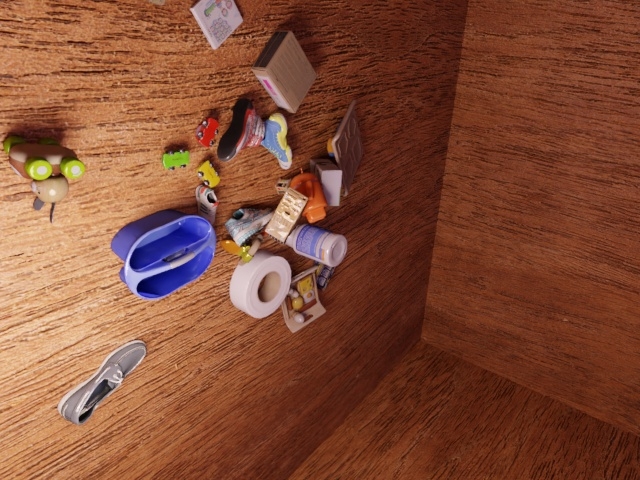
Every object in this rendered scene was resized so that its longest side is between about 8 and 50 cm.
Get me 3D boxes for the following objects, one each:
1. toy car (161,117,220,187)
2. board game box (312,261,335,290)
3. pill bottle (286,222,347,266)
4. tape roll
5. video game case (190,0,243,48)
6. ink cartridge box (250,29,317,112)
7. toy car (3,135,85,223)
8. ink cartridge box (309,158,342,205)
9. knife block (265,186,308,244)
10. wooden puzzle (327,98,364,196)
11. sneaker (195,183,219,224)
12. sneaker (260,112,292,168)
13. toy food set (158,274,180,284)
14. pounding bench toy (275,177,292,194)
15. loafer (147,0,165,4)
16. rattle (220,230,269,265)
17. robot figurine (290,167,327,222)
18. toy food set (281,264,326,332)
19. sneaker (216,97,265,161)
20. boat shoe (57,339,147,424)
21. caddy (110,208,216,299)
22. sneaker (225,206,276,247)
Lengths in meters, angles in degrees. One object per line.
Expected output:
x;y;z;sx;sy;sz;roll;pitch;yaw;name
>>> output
-0.436;-0.283;1.497;0.225;0.053;0.238;-23;123;-47;toy car
0.007;0.163;2.353;0.141;0.048;0.170;40;73;-52;board game box
-0.029;0.008;2.021;0.152;0.272;0.152;-30;130;-44;pill bottle
-0.254;0.188;1.951;0.286;0.100;0.286;-29;128;-45;tape roll
-0.330;-0.727;1.451;0.157;0.019;0.143;-56;144;-20;video game case
-0.132;-0.639;1.713;0.193;0.088;0.234;-60;146;-12;ink cartridge box
-0.696;-0.144;1.129;0.149;0.155;0.188;-13;129;-52;toy car
0.019;-0.262;2.000;0.093;0.219;0.160;-3;113;-15;ink cartridge box
-0.126;-0.102;1.825;0.275;0.088;0.242;-59;180;22;knife block
0.116;-0.435;2.125;0.347;0.081;0.322;76;28;-46;wooden puzzle
-0.398;-0.120;1.612;0.057;0.075;0.161;-34;132;-42;sneaker
-0.190;-0.381;1.787;0.126;0.091;0.240;-26;129;-23;sneaker
-0.517;0.140;1.577;0.122;0.078;0.019;-28;97;-41;toy food set
-0.150;-0.218;1.918;0.052;0.065;0.083;-64;149;-35;pounding bench toy
-0.442;-0.730;1.263;0.050;0.056;0.147;20;100;-57;loafer
-0.306;-0.004;1.844;0.199;0.143;0.130;-64;-178;-36;rattle
-0.048;-0.187;1.864;0.158;0.128;0.219;-8;74;-62;robot figurine
-0.080;0.287;2.211;0.220;0.092;0.305;-29;131;-27;toy food set
-0.272;-0.360;1.608;0.145;0.090;0.269;53;43;-54;sneaker
-0.688;0.464;1.477;0.319;0.099;0.116;-43;138;-34;boat shoe
-0.496;0.042;1.464;0.341;0.179;0.241;-33;130;-42;caddy
-0.271;-0.090;1.779;0.110;0.122;0.283;-41;-176;31;sneaker
